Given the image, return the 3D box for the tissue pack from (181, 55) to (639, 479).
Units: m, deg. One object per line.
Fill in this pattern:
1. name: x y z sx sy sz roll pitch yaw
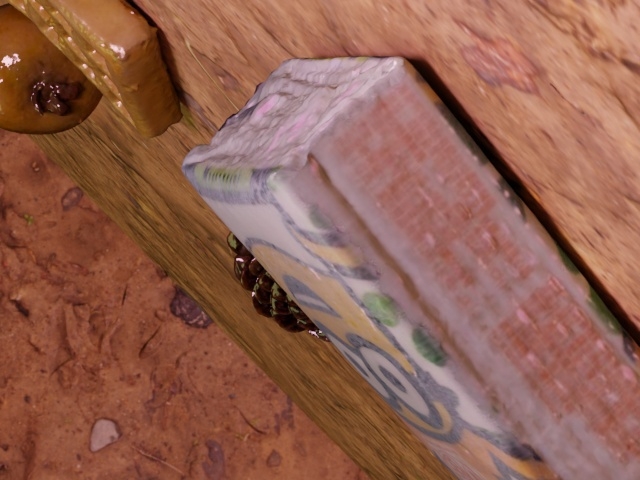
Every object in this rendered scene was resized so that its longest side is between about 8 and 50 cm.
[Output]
1. tissue pack: 0.070 0.031 1.211 0.311 0.128 0.228 48 171 -15

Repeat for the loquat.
1. loquat: -0.292 -0.176 1.948 0.163 0.137 0.163 19 -164 -6

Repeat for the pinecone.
1. pinecone: 0.002 0.001 1.403 0.140 0.140 0.121 50 -146 -16

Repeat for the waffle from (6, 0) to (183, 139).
1. waffle: -0.233 -0.218 1.770 0.248 0.055 0.221 46 171 14
